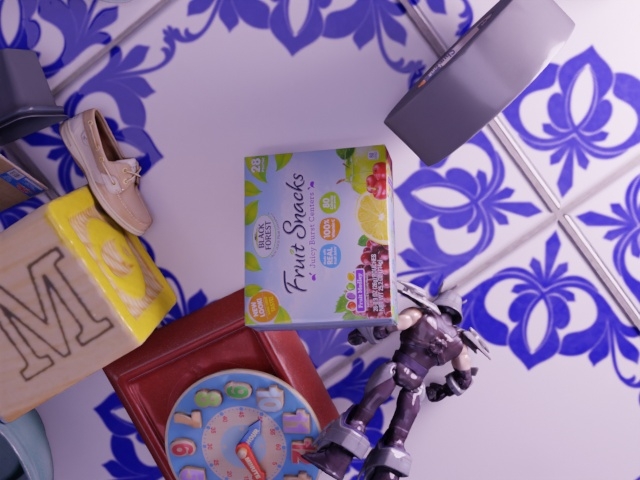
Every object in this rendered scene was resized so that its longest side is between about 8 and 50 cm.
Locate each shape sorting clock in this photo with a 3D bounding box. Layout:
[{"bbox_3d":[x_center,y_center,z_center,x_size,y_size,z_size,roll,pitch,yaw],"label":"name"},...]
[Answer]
[{"bbox_3d":[-0.097,0.262,1.138,0.206,0.040,0.206,1,102,4],"label":"shape sorting clock"}]

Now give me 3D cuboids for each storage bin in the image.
[{"bbox_3d":[-0.390,-0.171,1.082,0.135,0.098,0.091,-17,90,26],"label":"storage bin"}]

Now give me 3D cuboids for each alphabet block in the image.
[{"bbox_3d":[-0.322,0.067,1.087,0.197,0.192,0.193,-31,100,11],"label":"alphabet block"}]

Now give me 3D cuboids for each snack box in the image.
[{"bbox_3d":[0.000,0.000,1.064,0.175,0.070,0.207,-3,76,12],"label":"snack box"}]

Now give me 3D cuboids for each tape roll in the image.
[{"bbox_3d":[0.170,-0.182,0.981,0.072,0.219,0.219,45,101,-5],"label":"tape roll"}]

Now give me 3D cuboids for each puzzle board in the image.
[{"bbox_3d":[-0.413,-0.083,1.101,0.096,0.011,0.128,-19,141,27],"label":"puzzle board"}]

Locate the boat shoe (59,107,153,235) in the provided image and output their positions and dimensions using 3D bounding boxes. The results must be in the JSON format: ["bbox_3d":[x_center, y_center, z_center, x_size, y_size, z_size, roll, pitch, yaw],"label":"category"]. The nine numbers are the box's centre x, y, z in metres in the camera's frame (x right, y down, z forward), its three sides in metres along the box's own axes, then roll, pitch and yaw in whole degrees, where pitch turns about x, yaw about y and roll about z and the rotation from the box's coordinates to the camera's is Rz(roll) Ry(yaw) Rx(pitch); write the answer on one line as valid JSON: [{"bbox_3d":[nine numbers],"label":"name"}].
[{"bbox_3d":[-0.254,-0.086,1.113,0.059,0.063,0.170,-31,97,16],"label":"boat shoe"}]

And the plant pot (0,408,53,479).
[{"bbox_3d":[-0.465,0.290,1.140,0.293,0.196,0.293,1,101,4],"label":"plant pot"}]

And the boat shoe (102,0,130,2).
[{"bbox_3d":[-0.304,-0.340,1.067,0.183,0.083,0.065,18,105,-27],"label":"boat shoe"}]

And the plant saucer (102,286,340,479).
[{"bbox_3d":[-0.127,0.219,1.177,0.259,0.048,0.258,-25,99,10],"label":"plant saucer"}]

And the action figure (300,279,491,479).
[{"bbox_3d":[0.097,0.171,1.103,0.185,0.099,0.285,34,77,-11],"label":"action figure"}]
